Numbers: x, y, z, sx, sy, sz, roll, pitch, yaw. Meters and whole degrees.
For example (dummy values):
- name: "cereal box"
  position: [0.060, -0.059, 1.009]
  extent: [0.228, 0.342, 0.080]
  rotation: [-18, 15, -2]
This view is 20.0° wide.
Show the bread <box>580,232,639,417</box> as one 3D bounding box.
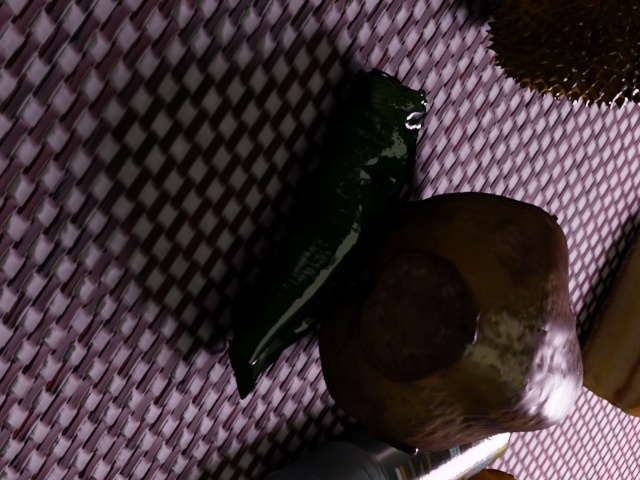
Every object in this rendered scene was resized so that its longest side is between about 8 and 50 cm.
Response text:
- name: "bread"
  position: [0.369, 0.095, 1.921]
  extent: [0.234, 0.110, 0.184]
  rotation: [7, 109, -64]

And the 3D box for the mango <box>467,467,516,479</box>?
- name: "mango"
  position: [0.080, 0.309, 1.528]
  extent: [0.287, 0.153, 0.201]
  rotation: [-40, -177, -19]

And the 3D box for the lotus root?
- name: "lotus root"
  position: [0.086, 0.056, 1.233]
  extent: [0.193, 0.193, 0.291]
  rotation: [-63, 172, 5]

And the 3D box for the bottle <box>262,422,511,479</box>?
- name: "bottle"
  position: [0.054, 0.176, 1.411]
  extent: [0.286, 0.082, 0.082]
  rotation: [-19, 133, -58]

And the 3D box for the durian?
- name: "durian"
  position: [0.190, -0.168, 1.229]
  extent: [0.137, 0.168, 0.158]
  rotation: [-12, 111, -39]

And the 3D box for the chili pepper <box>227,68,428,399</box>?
- name: "chili pepper"
  position: [0.002, 0.001, 1.141]
  extent: [0.224, 0.061, 0.098]
  rotation: [-63, 172, -3]
